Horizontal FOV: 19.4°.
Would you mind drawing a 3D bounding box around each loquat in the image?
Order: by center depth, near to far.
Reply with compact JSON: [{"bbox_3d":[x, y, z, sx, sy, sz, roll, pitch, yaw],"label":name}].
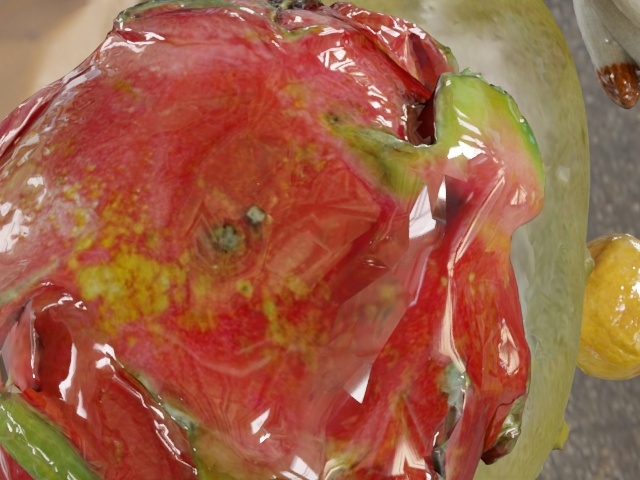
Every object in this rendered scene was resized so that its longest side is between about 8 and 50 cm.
[{"bbox_3d":[0.269,0.058,1.712,0.137,0.113,0.137,0,87,0],"label":"loquat"}]

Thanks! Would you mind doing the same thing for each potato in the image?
[{"bbox_3d":[0.014,0.009,0.885,0.219,0.270,0.359,-16,30,47],"label":"potato"}]

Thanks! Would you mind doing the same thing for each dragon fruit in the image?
[{"bbox_3d":[-0.015,0.052,0.588,0.198,0.269,0.200,-6,26,26],"label":"dragon fruit"}]

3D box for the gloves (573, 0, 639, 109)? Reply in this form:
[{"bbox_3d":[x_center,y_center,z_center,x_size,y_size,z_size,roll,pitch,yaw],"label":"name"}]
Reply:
[{"bbox_3d":[0.171,-0.172,0.949,0.131,0.219,0.140,15,27,-12],"label":"gloves"}]
